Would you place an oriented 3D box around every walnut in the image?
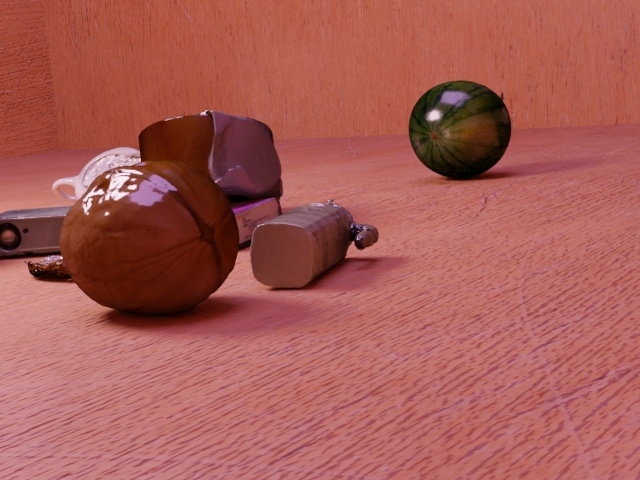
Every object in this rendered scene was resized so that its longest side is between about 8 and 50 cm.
[{"bbox_3d":[-0.178,-0.003,1.262,0.167,0.167,0.207,-12,9,-40],"label":"walnut"}]

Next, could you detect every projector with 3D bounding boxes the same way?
[{"bbox_3d":[-0.413,-0.014,1.794,0.147,0.061,0.115,-4,7,7],"label":"projector"}]

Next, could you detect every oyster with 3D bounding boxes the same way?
[{"bbox_3d":[-0.328,0.034,1.537,0.086,0.029,0.132,-14,14,-16],"label":"oyster"}]

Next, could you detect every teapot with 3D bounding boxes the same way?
[{"bbox_3d":[0.000,0.000,1.406,0.107,0.077,0.200,1,10,16],"label":"teapot"},{"bbox_3d":[-0.382,-0.102,2.199,0.226,0.092,0.145,-13,43,20],"label":"teapot"}]

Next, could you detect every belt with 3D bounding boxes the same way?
[{"bbox_3d":[-0.167,-0.107,1.871,0.217,0.122,0.339,-5,-6,1],"label":"belt"}]

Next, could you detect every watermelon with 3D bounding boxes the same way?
[{"bbox_3d":[0.268,-0.210,2.284,0.188,0.188,0.214,1,10,36],"label":"watermelon"}]

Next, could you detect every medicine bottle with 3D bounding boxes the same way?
[{"bbox_3d":[-0.175,-0.019,1.730,0.201,0.052,0.171,-3,8,22],"label":"medicine bottle"}]
